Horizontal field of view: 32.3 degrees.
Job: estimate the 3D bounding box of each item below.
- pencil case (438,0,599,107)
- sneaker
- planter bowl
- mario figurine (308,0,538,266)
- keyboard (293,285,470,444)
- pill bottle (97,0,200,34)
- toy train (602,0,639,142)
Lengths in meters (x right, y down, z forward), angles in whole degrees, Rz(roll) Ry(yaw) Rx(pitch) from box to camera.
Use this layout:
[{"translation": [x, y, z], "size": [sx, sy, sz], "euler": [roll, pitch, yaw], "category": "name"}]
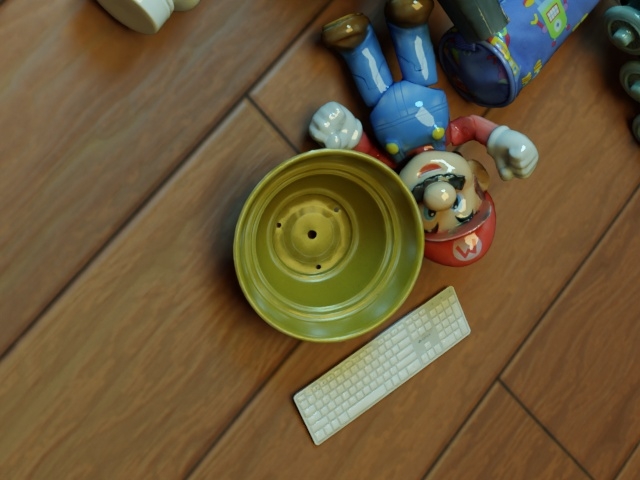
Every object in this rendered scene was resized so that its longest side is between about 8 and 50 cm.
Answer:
[{"translation": [0.273, -0.307, 1.381], "size": [0.306, 0.119, 0.133], "euler": [-49, 131, -19], "category": "pencil case"}, {"translation": [0.162, -0.304, 1.295], "size": [0.083, 0.222, 0.118], "euler": [-26, 110, 20], "category": "sneaker"}, {"translation": [0.000, 0.000, 1.247], "size": [0.217, 0.090, 0.217], "euler": [-3, 100, -15], "category": "planter bowl"}, {"translation": [0.117, -0.118, 1.266], "size": [0.170, 0.198, 0.320], "euler": [-29, 100, -43], "category": "mario figurine"}, {"translation": [0.079, 0.149, 1.347], "size": [0.256, 0.014, 0.072], "euler": [-33, 105, -23], "category": "keyboard"}, {"translation": [-0.147, -0.324, 1.159], "size": [0.117, 0.117, 0.215], "euler": [39, 73, -23], "category": "pill bottle"}, {"translation": [0.495, -0.224, 1.434], "size": [0.142, 0.190, 0.334], "euler": [-46, 130, -21], "category": "toy train"}]
